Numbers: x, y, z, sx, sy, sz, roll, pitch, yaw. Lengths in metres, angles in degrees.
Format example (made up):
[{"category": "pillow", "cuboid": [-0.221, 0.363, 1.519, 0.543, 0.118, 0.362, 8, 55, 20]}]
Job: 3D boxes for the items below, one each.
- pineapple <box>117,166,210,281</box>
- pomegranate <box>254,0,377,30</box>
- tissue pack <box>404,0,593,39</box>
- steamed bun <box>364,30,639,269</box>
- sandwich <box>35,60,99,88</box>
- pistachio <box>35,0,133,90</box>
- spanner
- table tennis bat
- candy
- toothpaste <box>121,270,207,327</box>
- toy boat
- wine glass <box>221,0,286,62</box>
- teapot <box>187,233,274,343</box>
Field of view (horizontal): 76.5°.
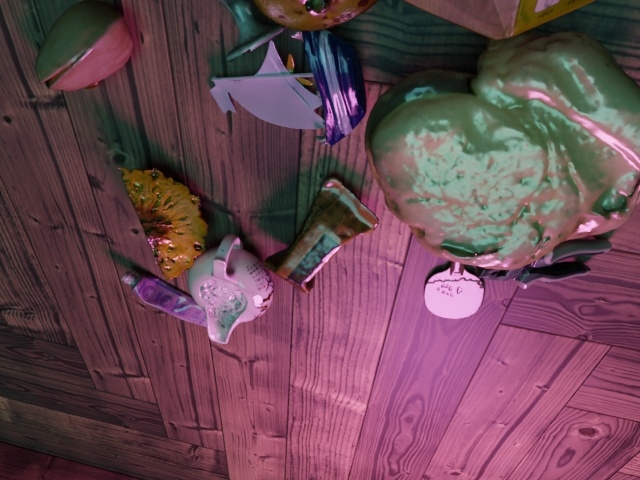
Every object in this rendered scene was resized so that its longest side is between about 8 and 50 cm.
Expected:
[{"category": "pineapple", "cuboid": [-0.337, -0.050, 0.911, 0.164, 0.140, 0.250, -5, 108, 66]}, {"category": "pomegranate", "cuboid": [-0.009, -0.392, 0.504, 0.211, 0.263, 0.211, -7, 168, -2]}, {"category": "tissue pack", "cuboid": [0.226, -0.342, 0.392, 0.274, 0.200, 0.167, -27, 140, -14]}, {"category": "steamed bun", "cuboid": [0.267, -0.128, 0.607, 0.372, 0.230, 0.325, -18, 110, 25]}, {"category": "sandwich", "cuboid": [-0.476, -0.326, 0.772, 0.105, 0.036, 0.093, 40, 124, -17]}, {"category": "pistachio", "cuboid": [-0.404, -0.325, 0.694, 0.185, 0.126, 0.108, -35, 136, 10]}, {"category": "spanner", "cuboid": [0.394, 0.041, 0.720, 0.325, 0.040, 0.096, -3, 131, -28]}, {"category": "table tennis bat", "cuboid": [0.298, 0.090, 0.896, 0.131, 0.022, 0.234, 3, 128, 13]}, {"category": "candy", "cuboid": [0.000, 0.000, 0.857, 0.143, 0.101, 0.271, 36, 120, -6]}, {"category": "toothpaste", "cuboid": [-0.394, 0.168, 1.108, 0.301, 0.048, 0.075, 33, 99, -19]}, {"category": "toy boat", "cuboid": [-0.071, -0.251, 0.700, 0.291, 0.067, 0.220, 2, 143, 20]}, {"category": "wine glass", "cuboid": [-0.149, -0.397, 0.584, 0.126, 0.126, 0.241, -17, 123, 24]}, {"category": "teapot", "cuboid": [-0.218, 0.101, 0.952, 0.208, 0.166, 0.300, 21, 139, 13]}]
